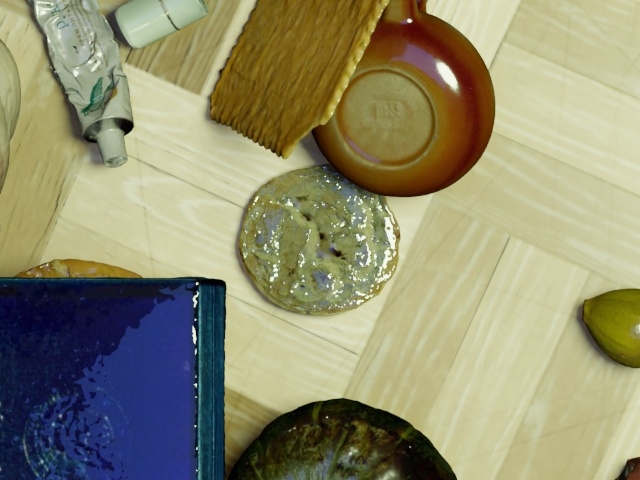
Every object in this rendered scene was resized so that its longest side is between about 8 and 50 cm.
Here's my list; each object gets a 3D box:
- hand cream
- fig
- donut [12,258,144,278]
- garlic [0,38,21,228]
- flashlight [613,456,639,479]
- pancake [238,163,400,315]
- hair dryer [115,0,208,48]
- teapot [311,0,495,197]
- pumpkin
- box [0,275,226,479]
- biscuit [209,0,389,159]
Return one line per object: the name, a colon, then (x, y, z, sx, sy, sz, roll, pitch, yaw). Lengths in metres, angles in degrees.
hand cream: (-0.237, -0.191, 1.551, 0.084, 0.050, 0.257, -24, 81, 6)
fig: (0.283, 0.078, 1.464, 0.088, 0.074, 0.074, 20, 93, 22)
donut: (-0.221, 0.154, 1.518, 0.277, 0.108, 0.277, 0, 90, 8)
garlic: (-0.422, -0.081, 1.457, 0.322, 0.322, 0.241, -3, 115, 8)
flashlight: (0.370, 0.286, 1.444, 0.232, 0.093, 0.093, 27, 94, 7)
pancake: (0.000, 0.000, 1.527, 0.158, 0.028, 0.158, 0, 87, 8)
hair dryer: (-0.172, -0.263, 1.544, 0.082, 0.047, 0.137, -25, 81, 8)
teapot: (0.078, -0.152, 1.455, 0.178, 0.135, 0.252, 8, 113, 13)
pumpkin: (0.021, 0.264, 1.458, 0.238, 0.159, 0.238, 1, 94, 11)
box: (-0.231, 0.162, 1.410, 0.279, 0.116, 0.261, -1, 90, 10)
biscuit: (-0.013, -0.196, 1.450, 0.013, 0.232, 0.237, 23, 95, -32)
